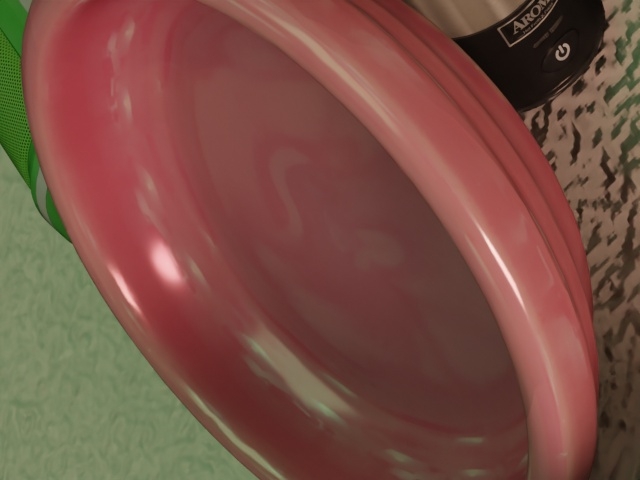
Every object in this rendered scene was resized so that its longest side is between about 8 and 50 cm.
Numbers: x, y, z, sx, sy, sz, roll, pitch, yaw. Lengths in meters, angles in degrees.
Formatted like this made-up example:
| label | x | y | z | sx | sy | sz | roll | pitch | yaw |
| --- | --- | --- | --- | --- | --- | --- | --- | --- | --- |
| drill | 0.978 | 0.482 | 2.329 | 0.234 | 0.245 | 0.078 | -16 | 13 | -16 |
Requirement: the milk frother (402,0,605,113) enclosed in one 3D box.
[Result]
| label | x | y | z | sx | sy | sz | roll | pitch | yaw |
| --- | --- | --- | --- | --- | --- | --- | --- | --- | --- |
| milk frother | 0.051 | -0.149 | 0.714 | 0.143 | 0.135 | 0.129 | 17 | 69 | 41 |

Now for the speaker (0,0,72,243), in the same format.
| label | x | y | z | sx | sy | sz | roll | pitch | yaw |
| --- | --- | --- | --- | --- | --- | --- | --- | --- | --- |
| speaker | -0.164 | -0.122 | 0.950 | 0.296 | 0.131 | 0.131 | 52 | 125 | 33 |

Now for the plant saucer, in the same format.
| label | x | y | z | sx | sy | sz | roll | pitch | yaw |
| --- | --- | --- | --- | --- | --- | --- | --- | --- | --- |
| plant saucer | 0.000 | 0.000 | 0.721 | 0.332 | 0.084 | 0.332 | 35 | 148 | 27 |
